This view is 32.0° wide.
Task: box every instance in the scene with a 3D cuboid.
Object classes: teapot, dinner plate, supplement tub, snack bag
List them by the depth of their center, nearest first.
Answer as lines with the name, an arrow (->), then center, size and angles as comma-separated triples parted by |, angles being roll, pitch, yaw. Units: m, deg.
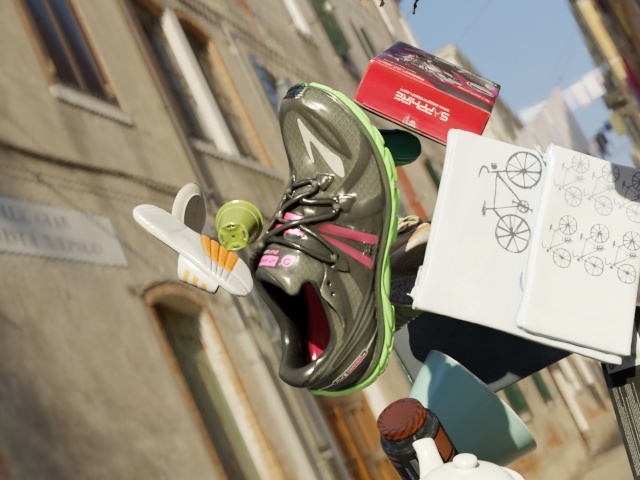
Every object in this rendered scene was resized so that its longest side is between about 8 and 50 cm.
teapot -> 0.211, 0.385, 1.529 | 0.256, 0.187, 0.252 | -1, 12, 27
snack bag -> 0.327, -0.005, 1.703 | 0.343, 0.323, 0.037 | 16, -20, -4
supplement tub -> 0.183, 0.384, 2.034 | 0.117, 0.190, 0.117 | -24, 26, 13
dinner plate -> -0.270, -0.051, 2.348 | 0.017, 0.141, 0.141 | 6, -1, 22

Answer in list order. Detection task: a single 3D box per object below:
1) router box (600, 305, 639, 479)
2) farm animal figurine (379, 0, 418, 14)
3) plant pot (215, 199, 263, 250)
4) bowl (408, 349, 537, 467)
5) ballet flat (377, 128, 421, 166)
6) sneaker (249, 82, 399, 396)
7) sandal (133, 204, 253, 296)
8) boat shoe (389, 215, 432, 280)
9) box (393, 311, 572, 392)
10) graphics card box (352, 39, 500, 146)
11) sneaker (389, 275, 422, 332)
router box -> 0.558, 0.264, 1.786 | 0.081, 0.308, 0.243 | -26, -23, 36
farm animal figurine -> 0.117, -0.611, 2.034 | 0.172, 0.326, 0.330 | -11, -10, 26
plant pot -> -0.142, -0.018, 1.888 | 0.083, 0.083, 0.079 | -28, 14, 12
bowl -> 0.302, 0.404, 2.435 | 0.163, 0.311, 0.311 | -46, -9, -11
ballet flat -> 0.071, -0.167, 2.029 | 0.247, 0.083, 0.087 | 3, -12, -39
sneaker -> 0.000, 0.000, 1.675 | 0.202, 0.482, 0.185 | -7, 1, -45
sandal -> -0.243, 0.032, 2.068 | 0.076, 0.265, 0.102 | -58, -7, 27
boat shoe -> 0.176, 0.006, 2.321 | 0.123, 0.116, 0.324 | -1, -16, -19
box -> 0.464, 0.174, 2.818 | 0.480, 0.297, 0.472 | -30, 0, 18
graphics card box -> 0.208, -0.273, 2.083 | 0.371, 0.233, 0.094 | -49, -17, -71
sneaker -> 0.130, 0.117, 1.916 | 0.192, 0.064, 0.086 | -13, -45, 22
